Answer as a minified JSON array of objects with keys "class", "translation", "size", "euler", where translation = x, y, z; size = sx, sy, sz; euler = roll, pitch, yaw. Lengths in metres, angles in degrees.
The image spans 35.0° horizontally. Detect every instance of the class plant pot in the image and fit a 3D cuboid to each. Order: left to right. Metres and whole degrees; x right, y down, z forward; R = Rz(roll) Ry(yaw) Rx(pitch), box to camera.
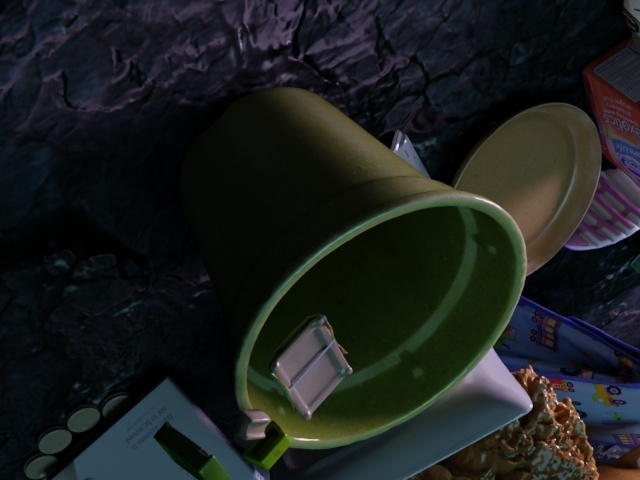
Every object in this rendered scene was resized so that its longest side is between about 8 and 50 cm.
[{"class":"plant pot","translation":[0.000,0.000,0.916],"size":[0.276,0.254,0.276],"euler":[-19,136,-19]},{"class":"plant pot","translation":[0.230,-0.055,1.184],"size":[0.236,0.032,0.236],"euler":[-19,129,-26]}]

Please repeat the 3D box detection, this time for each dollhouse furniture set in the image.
[{"class":"dollhouse furniture set","translation":[-0.050,0.119,0.781],"size":[0.151,0.058,0.076],"euler":[-46,135,-19]}]

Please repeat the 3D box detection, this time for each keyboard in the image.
[{"class":"keyboard","translation":[0.121,-0.021,1.143],"size":[0.256,0.014,0.072],"euler":[52,53,-50]}]

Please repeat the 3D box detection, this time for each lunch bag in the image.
[{"class":"lunch bag","translation":[0.325,0.182,1.280],"size":[0.138,0.293,0.221],"euler":[-62,144,-19]}]

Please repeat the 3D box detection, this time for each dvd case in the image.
[{"class":"dvd case","translation":[-0.151,0.296,1.109],"size":[0.180,0.253,0.022],"euler":[-42,-177,3]}]

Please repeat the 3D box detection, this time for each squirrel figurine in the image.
[{"class":"squirrel figurine","translation":[0.228,0.317,1.202],"size":[0.370,0.281,0.397],"euler":[3,154,16]}]

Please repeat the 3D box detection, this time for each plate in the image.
[{"class":"plate","translation":[0.056,0.170,1.051],"size":[0.277,0.278,0.045],"euler":[-30,104,4]}]

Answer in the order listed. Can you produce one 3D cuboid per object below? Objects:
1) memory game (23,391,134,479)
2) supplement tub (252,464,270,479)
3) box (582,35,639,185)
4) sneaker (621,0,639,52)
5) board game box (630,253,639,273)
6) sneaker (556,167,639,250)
[{"class":"memory game","translation":[-0.243,0.239,1.149],"size":[0.186,0.012,0.186],"euler":[-20,136,-20]},{"class":"supplement tub","translation":[-0.088,0.453,1.296],"size":[0.228,0.228,0.316],"euler":[-11,133,-28]},{"class":"box","translation":[0.468,-0.191,1.164],"size":[0.300,0.154,0.142],"euler":[-34,140,-7]},{"class":"sneaker","translation":[0.447,-0.334,1.035],"size":[0.330,0.122,0.146],"euler":[-44,142,6]},{"class":"board game box","translation":[0.560,-0.073,1.374],"size":[0.317,0.046,0.213],"euler":[-54,157,17]},{"class":"sneaker","translation":[0.402,-0.058,1.293],"size":[0.236,0.095,0.104],"euler":[-35,158,1]}]
